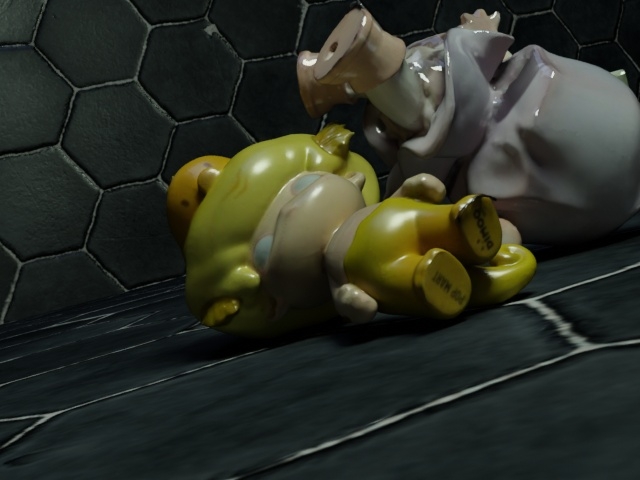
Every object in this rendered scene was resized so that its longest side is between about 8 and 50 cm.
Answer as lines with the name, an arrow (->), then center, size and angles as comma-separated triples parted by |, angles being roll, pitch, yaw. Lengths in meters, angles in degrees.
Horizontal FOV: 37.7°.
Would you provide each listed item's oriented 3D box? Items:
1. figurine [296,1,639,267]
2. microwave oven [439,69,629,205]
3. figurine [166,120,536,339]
figurine -> 0.118, -0.080, 0.649 | 0.275, 0.200, 0.133 | 18, -37, -18
microwave oven -> 0.244, -0.096, 1.087 | 0.240, 0.145, 0.194 | -13, -1, 17
figurine -> 0.000, 0.000, 0.551 | 0.246, 0.131, 0.156 | 13, 64, 53
